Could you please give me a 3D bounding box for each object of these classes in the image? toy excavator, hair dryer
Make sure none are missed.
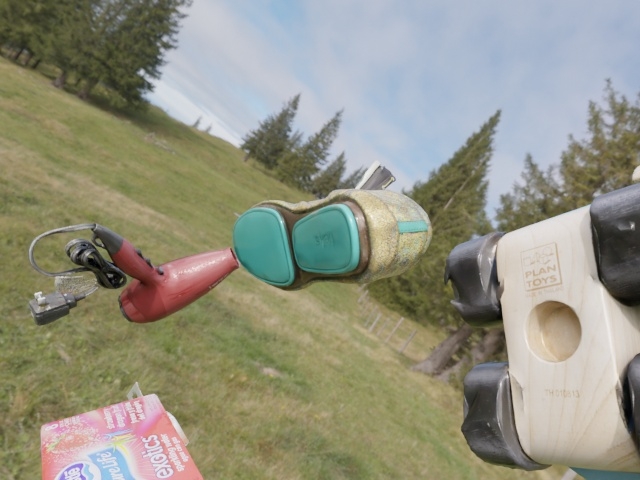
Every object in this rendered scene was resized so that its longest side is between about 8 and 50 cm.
[{"bbox_3d":[0.381,0.053,0.569,0.446,0.432,0.222,14,-24,-31],"label":"toy excavator"},{"bbox_3d":[-0.251,0.057,0.694,0.294,0.223,0.080,-8,65,-38],"label":"hair dryer"}]

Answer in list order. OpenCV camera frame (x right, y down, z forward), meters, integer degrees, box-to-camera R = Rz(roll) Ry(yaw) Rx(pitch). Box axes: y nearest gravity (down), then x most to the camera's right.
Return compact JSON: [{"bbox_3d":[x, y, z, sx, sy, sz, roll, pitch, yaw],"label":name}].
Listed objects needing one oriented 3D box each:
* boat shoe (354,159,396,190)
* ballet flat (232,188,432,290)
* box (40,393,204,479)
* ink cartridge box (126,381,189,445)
[{"bbox_3d":[0.090,-0.084,1.106,0.069,0.227,0.081,38,-17,0],"label":"boat shoe"},{"bbox_3d":[0.000,0.000,0.588,0.123,0.123,0.349,35,-18,-23],"label":"ballet flat"},{"bbox_3d":[-0.173,0.260,0.432,0.123,0.128,0.257,-8,12,-30],"label":"box"},{"bbox_3d":[-0.385,0.417,1.133,0.045,0.145,0.179,-23,75,-38],"label":"ink cartridge box"}]
